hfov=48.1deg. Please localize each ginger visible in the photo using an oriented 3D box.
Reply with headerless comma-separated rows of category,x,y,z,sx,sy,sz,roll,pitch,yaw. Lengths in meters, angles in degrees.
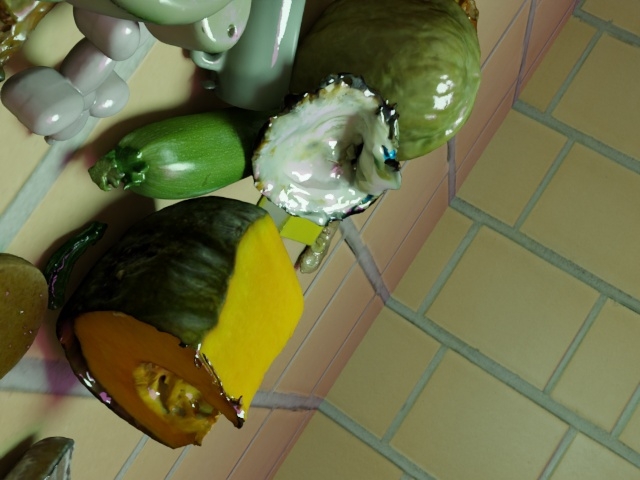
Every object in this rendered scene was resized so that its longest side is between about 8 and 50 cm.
ginger,0.001,-0.002,1.596,0.173,0.051,0.069,-67,168,11

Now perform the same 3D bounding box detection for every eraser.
eraser,-0.029,-0.079,1.314,0.158,0.069,0.226,-60,164,3

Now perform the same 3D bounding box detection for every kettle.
kettle,-0.085,-0.242,0.840,0.098,0.127,0.148,-90,-166,-53

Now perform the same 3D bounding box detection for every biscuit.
biscuit,-0.353,0.082,0.682,0.181,0.049,0.208,-59,164,3

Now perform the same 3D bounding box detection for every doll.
doll,-0.204,-0.142,0.623,0.161,0.059,0.160,-47,-174,10

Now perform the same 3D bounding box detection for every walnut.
walnut,0.093,-0.241,1.033,0.283,0.283,0.227,-61,162,10

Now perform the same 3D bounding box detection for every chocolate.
chocolate,-0.418,0.380,0.988,0.157,0.080,0.254,-62,175,-52

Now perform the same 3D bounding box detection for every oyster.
oyster,0.022,-0.109,0.922,0.198,0.092,0.259,-37,135,20

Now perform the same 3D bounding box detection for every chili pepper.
chili pepper,-0.285,0.021,0.810,0.118,0.035,0.055,-64,179,-17

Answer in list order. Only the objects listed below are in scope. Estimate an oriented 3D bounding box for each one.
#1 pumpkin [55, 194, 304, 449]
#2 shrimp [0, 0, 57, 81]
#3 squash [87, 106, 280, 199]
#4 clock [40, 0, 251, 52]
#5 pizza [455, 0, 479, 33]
pumpkin,-0.171,0.101,0.891,0.303,0.256,0.225,-31,-163,44
shrimp,-0.222,-0.221,0.510,0.294,0.062,0.154,-62,153,1
squash,-0.135,-0.112,0.886,0.378,0.101,0.101,-28,146,-60
clock,-0.110,-0.293,0.458,0.284,0.114,0.309,-8,112,-65
pizza,0.199,-0.340,1.289,0.409,0.114,0.278,172,-72,-82
